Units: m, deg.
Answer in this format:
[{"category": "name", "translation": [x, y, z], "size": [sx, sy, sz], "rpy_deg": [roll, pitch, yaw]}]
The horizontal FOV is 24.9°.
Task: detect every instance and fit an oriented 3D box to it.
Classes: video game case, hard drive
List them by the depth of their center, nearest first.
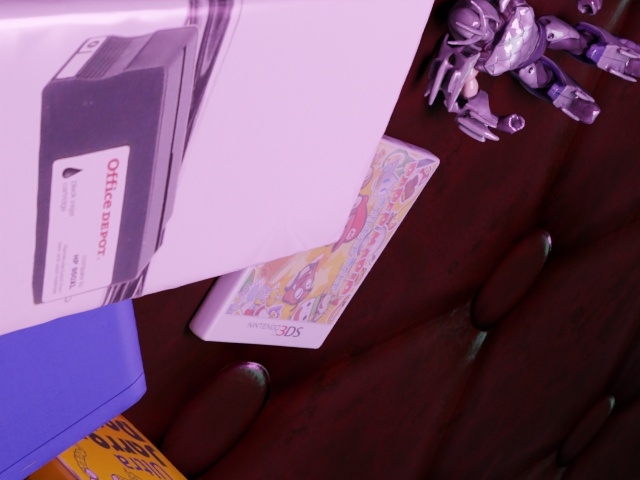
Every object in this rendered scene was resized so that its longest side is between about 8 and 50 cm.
[{"category": "hard drive", "translation": [-0.216, 0.067, 0.919], "size": [0.210, 0.040, 0.318], "rpy_deg": [-33, 153, -21]}, {"category": "video game case", "translation": [0.000, 0.000, 1.331], "size": [0.227, 0.026, 0.206], "rpy_deg": [-58, 152, 12]}]

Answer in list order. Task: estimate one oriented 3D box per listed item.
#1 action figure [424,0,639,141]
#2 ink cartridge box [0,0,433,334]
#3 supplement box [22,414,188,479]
[{"category": "action figure", "translation": [0.201, -0.178, 1.344], "size": [0.285, 0.099, 0.185], "rpy_deg": [7, 127, -54]}, {"category": "ink cartridge box", "translation": [-0.183, -0.104, 0.654], "size": [0.395, 0.285, 0.166], "rpy_deg": [-15, 135, -49]}, {"category": "supplement box", "translation": [-0.257, 0.318, 1.148], "size": [0.356, 0.195, 0.194], "rpy_deg": [-52, 153, 4]}]
